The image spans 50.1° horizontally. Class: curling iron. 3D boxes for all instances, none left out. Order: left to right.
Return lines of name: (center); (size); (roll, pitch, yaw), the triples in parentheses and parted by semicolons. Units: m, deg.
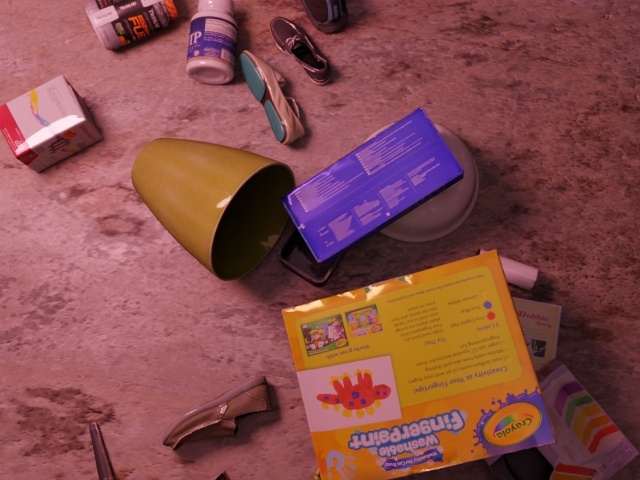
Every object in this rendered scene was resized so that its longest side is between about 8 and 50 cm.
curling iron: (-0.459, 0.521, 1.441); (0.068, 0.035, 0.273); (-12, 79, -3)

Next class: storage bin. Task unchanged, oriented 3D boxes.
storage bin: (0.000, 0.000, 1.520); (0.122, 0.084, 0.180); (32, 81, 6)

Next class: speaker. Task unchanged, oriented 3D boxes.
speaker: (0.410, 0.065, 1.522); (0.136, 0.055, 0.055); (19, 79, 3)

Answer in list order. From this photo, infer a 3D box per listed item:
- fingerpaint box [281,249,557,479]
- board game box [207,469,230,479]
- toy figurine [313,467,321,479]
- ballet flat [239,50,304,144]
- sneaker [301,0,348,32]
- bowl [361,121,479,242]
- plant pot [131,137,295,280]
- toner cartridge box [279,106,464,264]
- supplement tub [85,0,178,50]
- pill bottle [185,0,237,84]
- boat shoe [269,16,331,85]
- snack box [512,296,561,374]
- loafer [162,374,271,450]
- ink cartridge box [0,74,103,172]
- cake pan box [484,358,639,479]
fingerpaint box: (0.190, 0.262, 1.368); (0.445, 0.163, 0.371); (-18, 77, 12)
board game box: (-0.144, 0.608, 1.345); (0.053, 0.193, 0.305); (-33, 81, -6)
toy figurine: (0.069, 0.624, 1.330); (0.191, 0.217, 0.362); (-44, 83, -8)
ballet flat: (-0.107, -0.336, 1.597); (0.086, 0.086, 0.248); (-24, 81, -5)
sneaker: (-0.038, -0.663, 1.622); (0.125, 0.139, 0.340); (-34, 80, -4)
bowl: (0.218, -0.150, 1.526); (0.298, 0.134, 0.297); (0, 80, 0)
plant pot: (-0.251, -0.102, 1.471); (0.294, 0.275, 0.274); (29, 80, 22)
toner cartridge box: (0.107, -0.109, 1.424); (0.348, 0.075, 0.165); (-32, 79, 7)
supplement tub: (-0.439, -0.533, 1.608); (0.190, 0.117, 0.117); (-24, 80, -4)
pill bottle: (-0.250, -0.471, 1.598); (0.112, 0.112, 0.186); (3, 78, 1)
boat shoe: (-0.047, -0.460, 1.620); (0.075, 0.065, 0.206); (-38, 81, -7)
snack box: (0.348, 0.205, 1.491); (0.322, 0.060, 0.187); (11, 82, 2)
loafer: (-0.212, 0.377, 1.440); (0.251, 0.094, 0.087); (-29, 76, -6)
ink cartridge box: (-0.611, -0.261, 1.548); (0.176, 0.128, 0.127); (-30, 81, -5)
cake pan box: (0.469, 0.420, 1.416); (0.267, 0.070, 0.245); (-39, 87, 3)
